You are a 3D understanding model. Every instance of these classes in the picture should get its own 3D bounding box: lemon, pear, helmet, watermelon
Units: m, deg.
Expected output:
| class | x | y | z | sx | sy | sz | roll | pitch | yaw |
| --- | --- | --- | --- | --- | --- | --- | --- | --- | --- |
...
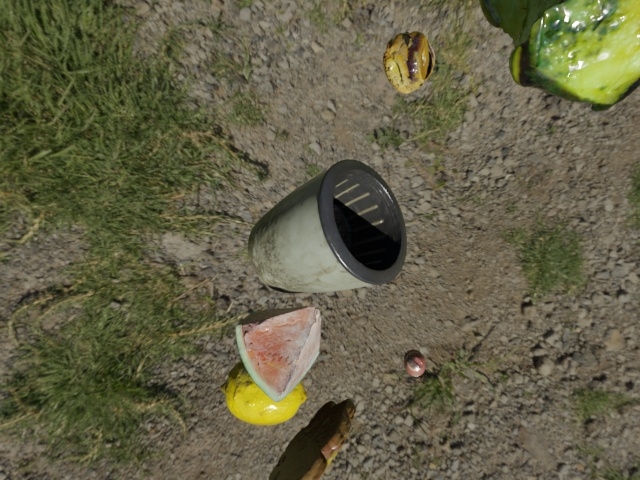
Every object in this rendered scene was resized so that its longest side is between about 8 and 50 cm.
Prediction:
| class | x | y | z | sx | sy | sz | roll | pitch | yaw |
| --- | --- | --- | --- | --- | --- | --- | --- | --- | --- |
| lemon | -0.196 | 0.525 | 1.644 | 0.284 | 0.260 | 0.260 | -8 | 92 | 14 |
| pear | 0.268 | -0.304 | 0.464 | 0.164 | 0.238 | 0.255 | 5 | 51 | -13 |
| helmet | 0.282 | 0.362 | 1.393 | 0.065 | 0.049 | 0.083 | -11 | 60 | 5 |
| watermelon | -0.105 | 0.314 | 1.506 | 0.293 | 0.250 | 0.283 | -39 | 88 | 1 |

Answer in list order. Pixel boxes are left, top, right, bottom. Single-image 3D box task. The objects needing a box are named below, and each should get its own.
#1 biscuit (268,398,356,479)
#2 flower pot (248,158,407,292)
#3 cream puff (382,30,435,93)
| class | x | y | z | sx | sy | sz | roll | pitch | yaw |
| --- | --- | --- | --- | --- | --- | --- | --- | --- | --- |
| biscuit | -0.015 | 0.424 | 0.945 | 0.208 | 0.290 | 0.041 | -42 | 89 | 21 |
| flower pot | 0.000 | 0.000 | 1.143 | 0.330 | 0.294 | 0.293 | -23 | 92 | 42 |
| cream puff | 0.191 | -0.390 | 1.025 | 0.104 | 0.119 | 0.132 | 10 | 97 | 28 |
